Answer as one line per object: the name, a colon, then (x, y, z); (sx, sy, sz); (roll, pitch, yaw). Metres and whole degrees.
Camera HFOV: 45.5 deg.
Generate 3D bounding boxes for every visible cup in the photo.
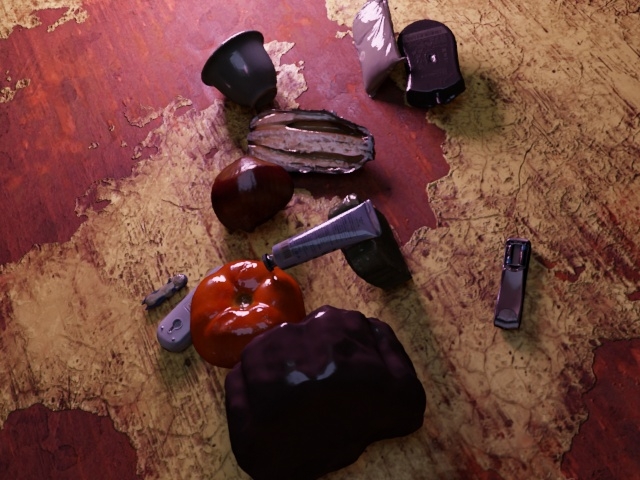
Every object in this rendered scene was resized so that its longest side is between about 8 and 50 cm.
cup: (-0.185, -0.418, 1.968); (0.199, 0.199, 0.150); (-37, 80, -6)

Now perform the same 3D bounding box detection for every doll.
doll: (-0.368, 0.121, 1.804); (0.125, 0.027, 0.037); (-36, 68, -6)

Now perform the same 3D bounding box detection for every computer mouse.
computer mouse: (0.275, -0.427, 1.891); (0.147, 0.088, 0.264); (-10, 60, 12)

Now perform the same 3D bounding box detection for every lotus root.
lotus root: (-0.018, -0.238, 1.882); (0.329, 0.078, 0.167); (10, 90, 17)

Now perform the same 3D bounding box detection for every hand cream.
hand cream: (0.000, 0.000, 1.574); (0.256, 0.055, 0.088); (-24, 58, 13)

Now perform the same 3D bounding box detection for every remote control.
remote control: (0.410, 0.090, 1.630); (0.059, 0.028, 0.212); (7, 65, 16)
remote control: (-0.278, 0.155, 1.755); (0.087, 0.047, 0.244); (39, 79, 24)

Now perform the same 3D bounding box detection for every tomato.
tomato: (-0.153, 0.164, 1.640); (0.260, 0.180, 0.259); (-2, 54, 3)

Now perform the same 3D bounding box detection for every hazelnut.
hazelnut: (-0.171, -0.114, 1.819); (0.202, 0.160, 0.170); (-20, 37, 47)

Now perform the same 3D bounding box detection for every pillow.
pillow: (0.138, -0.510, 1.939); (0.169, 0.059, 0.255); (-35, 54, 43)

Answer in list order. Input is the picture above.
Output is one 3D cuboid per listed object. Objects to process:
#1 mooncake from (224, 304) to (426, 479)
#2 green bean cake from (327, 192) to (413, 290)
mooncake: (-0.001, 0.292, 1.467); (0.381, 0.350, 0.212); (-17, 51, -6)
green bean cake: (0.107, 0.011, 1.654); (0.094, 0.183, 0.185); (-35, 60, 14)
